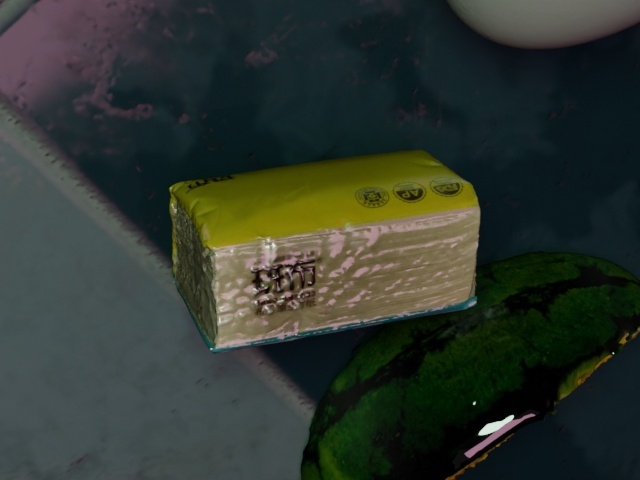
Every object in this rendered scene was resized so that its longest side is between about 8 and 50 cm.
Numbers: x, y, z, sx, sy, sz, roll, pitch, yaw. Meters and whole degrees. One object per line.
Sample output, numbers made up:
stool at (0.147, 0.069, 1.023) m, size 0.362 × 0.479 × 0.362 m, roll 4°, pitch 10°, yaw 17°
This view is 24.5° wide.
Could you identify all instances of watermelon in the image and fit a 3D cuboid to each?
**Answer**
watermelon at (0.103, 0.105, 1.005) m, size 0.301 × 0.123 × 0.129 m, roll -36°, pitch 150°, yaw -2°

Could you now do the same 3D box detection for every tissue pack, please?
tissue pack at (0.000, 0.000, 0.895) m, size 0.169 × 0.120 × 0.082 m, roll -9°, pitch 111°, yaw -13°

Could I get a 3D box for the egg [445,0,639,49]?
egg at (0.157, -0.211, 0.827) m, size 0.176 × 0.176 × 0.232 m, roll 29°, pitch 110°, yaw -26°
